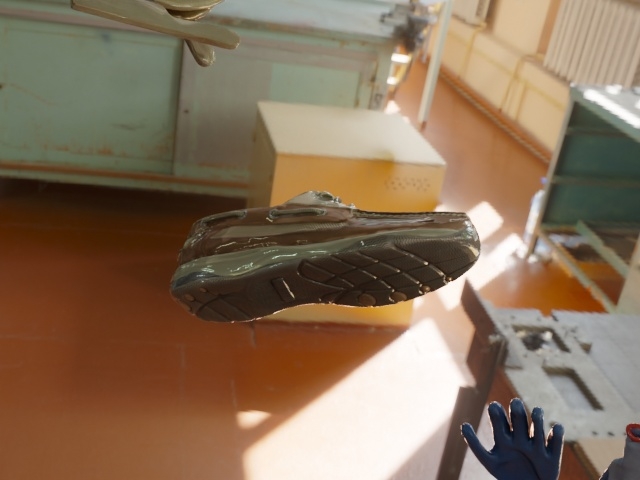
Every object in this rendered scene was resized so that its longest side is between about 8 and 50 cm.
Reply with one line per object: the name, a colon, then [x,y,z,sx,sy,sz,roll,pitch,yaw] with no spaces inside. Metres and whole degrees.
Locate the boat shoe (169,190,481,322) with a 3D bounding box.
boat shoe: [0.000,0.000,0.838,0.324,0.123,0.117,-6,56,7]

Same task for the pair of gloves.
pair of gloves: [0.218,0.195,0.683,0.198,0.159,0.023,8,42,23]

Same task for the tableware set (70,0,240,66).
tableware set: [-0.133,-0.147,0.382,0.194,0.039,0.128,9,58,-26]
